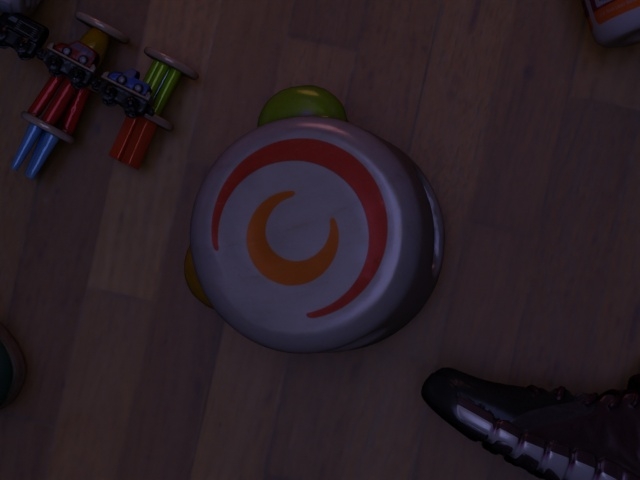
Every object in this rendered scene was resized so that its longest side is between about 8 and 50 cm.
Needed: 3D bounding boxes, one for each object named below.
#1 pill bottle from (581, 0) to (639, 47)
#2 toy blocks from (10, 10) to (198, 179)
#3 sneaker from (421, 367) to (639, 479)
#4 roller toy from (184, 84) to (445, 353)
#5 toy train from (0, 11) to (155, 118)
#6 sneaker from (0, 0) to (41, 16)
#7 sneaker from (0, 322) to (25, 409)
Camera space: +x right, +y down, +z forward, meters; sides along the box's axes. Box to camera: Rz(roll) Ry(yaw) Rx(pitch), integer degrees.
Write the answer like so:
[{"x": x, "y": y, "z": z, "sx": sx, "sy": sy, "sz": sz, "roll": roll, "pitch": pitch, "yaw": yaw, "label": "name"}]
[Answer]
[{"x": 0.253, "y": -0.280, "z": 1.355, "sx": 0.121, "sy": 0.121, "sz": 0.221, "roll": -17, "pitch": 87, "yaw": 3, "label": "pill bottle"}, {"x": -0.191, "y": -0.106, "z": 1.414, "sx": 0.123, "sy": 0.054, "sz": 0.148, "roll": 28, "pitch": 90, "yaw": 5, "label": "toy blocks"}, {"x": 0.234, "y": 0.132, "z": 1.358, "sx": 0.281, "sy": 0.106, "sz": 0.162, "roll": 28, "pitch": 85, "yaw": -5, "label": "sneaker"}, {"x": 0.000, "y": 0.000, "z": 1.350, "sx": 0.191, "sy": 0.146, "sz": 0.209, "roll": 37, "pitch": 96, "yaw": 14, "label": "roller toy"}, {"x": -0.204, "y": -0.149, "z": 1.377, "sx": 0.158, "sy": 0.027, "sz": 0.036, "roll": 29, "pitch": 79, "yaw": 7, "label": "toy train"}, {"x": -0.265, "y": -0.383, "z": 1.392, "sx": 0.150, "sy": 0.135, "sz": 0.366, "roll": 17, "pitch": 88, "yaw": 2, "label": "sneaker"}, {"x": -0.379, "y": 0.033, "z": 1.389, "sx": 0.302, "sy": 0.121, "sz": 0.108, "roll": 41, "pitch": 91, "yaw": 5, "label": "sneaker"}]
